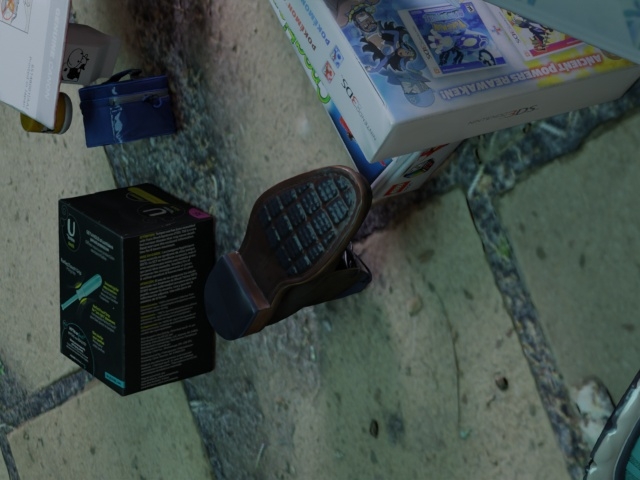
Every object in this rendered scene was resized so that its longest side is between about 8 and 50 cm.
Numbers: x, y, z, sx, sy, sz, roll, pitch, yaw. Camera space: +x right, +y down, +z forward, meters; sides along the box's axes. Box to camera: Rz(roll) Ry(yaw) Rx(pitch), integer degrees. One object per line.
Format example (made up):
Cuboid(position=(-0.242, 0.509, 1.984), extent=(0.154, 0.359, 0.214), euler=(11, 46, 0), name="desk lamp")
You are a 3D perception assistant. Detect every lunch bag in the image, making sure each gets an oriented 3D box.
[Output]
Cuboid(position=(-0.180, -0.124, 1.397), extent=(0.098, 0.067, 0.065), euler=(-3, 100, 55), name="lunch bag")

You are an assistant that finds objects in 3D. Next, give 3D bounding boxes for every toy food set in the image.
Cuboid(position=(-0.196, -0.203, 1.349), extent=(0.111, 0.104, 0.232), euler=(57, 135, 45), name="toy food set")

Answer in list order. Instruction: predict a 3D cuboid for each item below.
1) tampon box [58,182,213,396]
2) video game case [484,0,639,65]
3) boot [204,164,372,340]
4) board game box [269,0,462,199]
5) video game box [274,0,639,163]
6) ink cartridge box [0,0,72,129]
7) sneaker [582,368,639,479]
Cuboid(position=(-0.173, 0.043, 1.417), extent=(0.120, 0.101, 0.161), euler=(27, 122, 46), name="tampon box")
Cuboid(position=(0.135, -0.241, 0.747), extent=(0.329, 0.036, 0.300), euler=(23, 133, 6), name="video game case")
Cuboid(position=(0.000, 0.000, 1.170), extent=(0.219, 0.106, 0.082), euler=(-42, 68, 47), name="boot")
Cuboid(position=(0.031, -0.208, 1.088), extent=(0.305, 0.053, 0.193), euler=(64, 144, 16), name="board game box")
Cuboid(position=(0.075, -0.151, 0.920), extent=(0.187, 0.205, 0.048), euler=(60, 146, 23), name="video game box")
Cuboid(position=(-0.245, -0.264, 1.265), extent=(0.261, 0.066, 0.296), euler=(26, 112, 45), name="ink cartridge box")
Cuboid(position=(0.228, 0.167, 0.936), extent=(0.110, 0.107, 0.275), euler=(18, 123, 29), name="sneaker")
